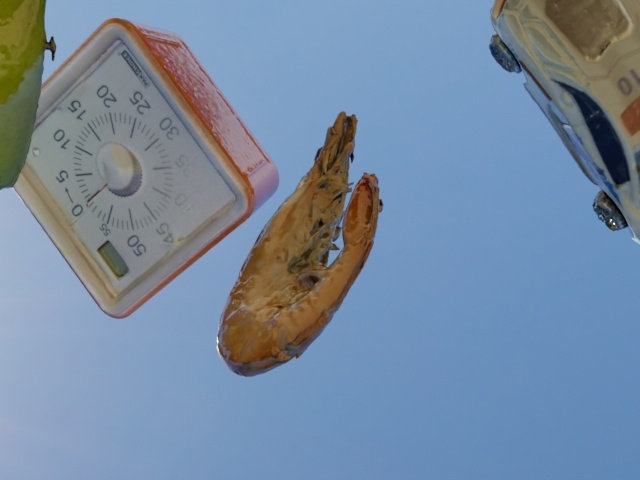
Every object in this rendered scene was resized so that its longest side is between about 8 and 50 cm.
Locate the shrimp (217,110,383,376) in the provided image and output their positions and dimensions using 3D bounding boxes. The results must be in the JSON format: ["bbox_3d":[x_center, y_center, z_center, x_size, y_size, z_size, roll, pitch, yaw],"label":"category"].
[{"bbox_3d":[-0.003,-0.002,1.012,0.053,0.133,0.236,37,-123,-18],"label":"shrimp"}]

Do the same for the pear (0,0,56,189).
[{"bbox_3d":[-0.392,-0.124,1.163,0.281,0.286,0.176,3,-106,-30],"label":"pear"}]

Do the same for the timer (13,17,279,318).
[{"bbox_3d":[-0.210,-0.078,1.554,0.257,0.250,0.161,54,-164,2],"label":"timer"}]

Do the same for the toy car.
[{"bbox_3d":[0.177,-0.081,0.799,0.205,0.095,0.056,53,173,-15],"label":"toy car"}]
